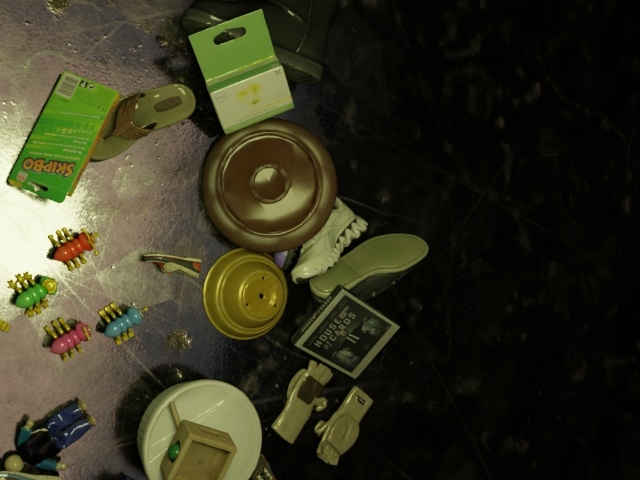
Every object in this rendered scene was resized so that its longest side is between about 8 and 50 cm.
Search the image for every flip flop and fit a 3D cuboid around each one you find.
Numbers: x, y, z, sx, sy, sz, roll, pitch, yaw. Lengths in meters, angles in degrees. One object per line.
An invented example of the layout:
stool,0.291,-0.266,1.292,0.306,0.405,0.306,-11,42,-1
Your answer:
flip flop,-0.385,-0.260,1.631,0.277,0.080,0.112,-27,104,-23

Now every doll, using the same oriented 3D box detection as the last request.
doll,-0.551,0.411,1.563,0.189,0.046,0.129,-33,105,-26

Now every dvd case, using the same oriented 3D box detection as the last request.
dvd case,0.065,0.225,1.864,0.179,0.029,0.238,-50,130,6

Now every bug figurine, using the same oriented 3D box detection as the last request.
bug figurine,-0.495,0.121,1.578,0.216,0.072,0.279,-37,109,-24

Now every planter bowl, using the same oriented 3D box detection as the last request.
planter bowl,-0.152,0.125,1.768,0.217,0.090,0.217,-1,92,-30

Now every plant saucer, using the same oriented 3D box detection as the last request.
plant saucer,-0.115,-0.127,1.734,0.310,0.050,0.311,0,88,-4

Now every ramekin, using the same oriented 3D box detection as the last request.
ramekin,-0.273,0.431,1.678,0.273,0.127,0.273,-1,92,-30

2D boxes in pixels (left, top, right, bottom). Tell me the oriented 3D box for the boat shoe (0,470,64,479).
boat shoe,-0.596,0.497,1.512,0.183,0.066,0.066,12,50,-30

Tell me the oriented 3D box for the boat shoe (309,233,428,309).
boat shoe,0.121,0.089,1.920,0.340,0.127,0.113,-27,142,-29

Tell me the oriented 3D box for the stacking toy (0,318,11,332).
stacking toy,-0.731,0.172,1.457,0.221,0.052,0.167,39,70,-23

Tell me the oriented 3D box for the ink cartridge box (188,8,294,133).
ink cartridge box,-0.166,-0.360,1.663,0.171,0.056,0.235,-22,139,-5

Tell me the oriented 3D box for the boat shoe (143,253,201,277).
boat shoe,-0.326,0.054,1.692,0.137,0.049,0.043,10,87,-35

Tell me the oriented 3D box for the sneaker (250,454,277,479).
sneaker,-0.127,0.556,1.800,0.061,0.065,0.158,-40,110,-24

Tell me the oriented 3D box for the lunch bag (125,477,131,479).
lunch bag,-0.408,0.695,1.621,0.221,0.138,0.293,43,83,-24

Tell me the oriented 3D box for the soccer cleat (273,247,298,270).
soccer cleat,-0.092,-0.091,1.807,0.116,0.108,0.318,8,90,-7

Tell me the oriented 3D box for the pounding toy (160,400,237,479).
pounding toy,-0.261,0.423,1.568,0.141,0.100,0.130,25,93,-25

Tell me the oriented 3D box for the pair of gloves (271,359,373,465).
pair of gloves,0.003,0.423,1.889,0.240,0.042,0.204,37,69,-27

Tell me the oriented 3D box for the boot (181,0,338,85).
boot,-0.103,-0.627,1.755,0.367,0.146,0.445,17,85,-37

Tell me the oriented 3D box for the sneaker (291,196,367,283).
sneaker,0.000,0.000,1.822,0.118,0.110,0.292,53,40,-10

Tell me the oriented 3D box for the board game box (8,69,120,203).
board game box,-0.516,-0.207,1.553,0.124,0.039,0.259,22,76,3
